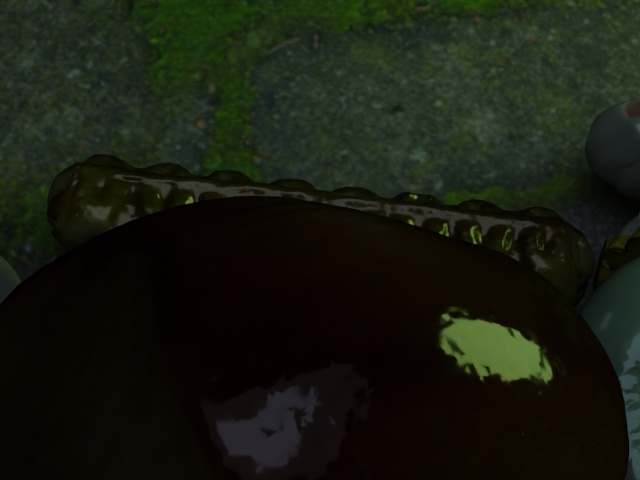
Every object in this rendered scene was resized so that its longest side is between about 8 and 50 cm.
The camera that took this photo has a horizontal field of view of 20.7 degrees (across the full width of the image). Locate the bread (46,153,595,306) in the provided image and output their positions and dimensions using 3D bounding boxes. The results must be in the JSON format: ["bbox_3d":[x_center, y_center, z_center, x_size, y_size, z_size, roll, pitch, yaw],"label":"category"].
[{"bbox_3d":[0.000,-0.001,1.165,0.367,0.084,0.077,8,102,-2],"label":"bread"}]

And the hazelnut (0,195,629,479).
[{"bbox_3d":[-0.021,0.123,0.964,0.365,0.366,0.366,2,62,-3],"label":"hazelnut"}]

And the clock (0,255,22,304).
[{"bbox_3d":[-0.370,0.067,1.083,0.322,0.113,0.295,33,65,14],"label":"clock"}]

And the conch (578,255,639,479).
[{"bbox_3d":[0.220,0.112,1.092,0.185,0.121,0.221,30,70,-24],"label":"conch"}]

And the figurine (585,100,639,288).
[{"bbox_3d":[0.241,-0.037,1.205,0.129,0.109,0.178,9,58,-30],"label":"figurine"}]
